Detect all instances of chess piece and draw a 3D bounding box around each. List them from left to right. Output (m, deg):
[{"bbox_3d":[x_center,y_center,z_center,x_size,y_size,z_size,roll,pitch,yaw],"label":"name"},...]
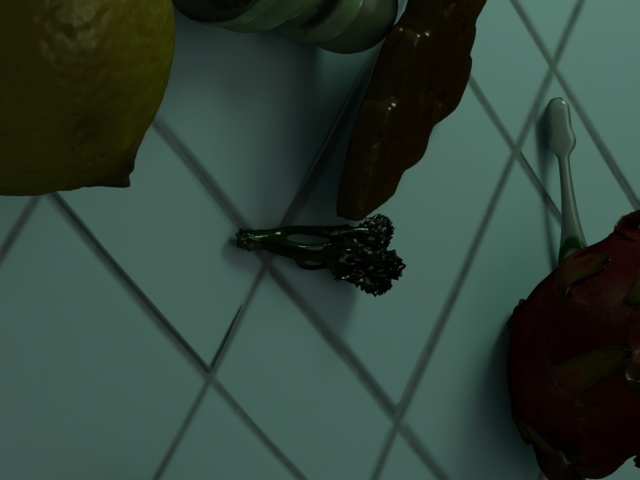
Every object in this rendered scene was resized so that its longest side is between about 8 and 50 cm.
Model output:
[{"bbox_3d":[-0.019,-0.233,1.598,0.243,0.133,0.133,12,79,-56],"label":"chess piece"}]

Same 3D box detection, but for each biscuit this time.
[{"bbox_3d":[0.083,-0.149,1.698,0.301,0.043,0.278,-60,164,-26],"label":"biscuit"}]

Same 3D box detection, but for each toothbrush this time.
[{"bbox_3d":[0.292,0.046,2.019,0.040,0.042,0.418,-31,114,-82],"label":"toothbrush"}]

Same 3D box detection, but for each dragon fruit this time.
[{"bbox_3d":[0.315,0.115,1.889,0.250,0.250,0.315,-57,170,-36],"label":"dragon fruit"}]

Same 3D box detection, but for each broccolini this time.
[{"bbox_3d":[-0.009,0.006,1.664,0.201,0.058,0.074,8,66,-35],"label":"broccolini"}]

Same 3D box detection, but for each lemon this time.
[{"bbox_3d":[-0.214,-0.159,1.250,0.228,0.228,0.253,-39,138,-45],"label":"lemon"}]

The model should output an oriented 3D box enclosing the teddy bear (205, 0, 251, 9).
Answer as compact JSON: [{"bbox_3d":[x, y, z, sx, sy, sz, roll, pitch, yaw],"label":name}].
[{"bbox_3d":[-0.115,-0.258,1.406,0.190,0.140,0.177,-6,72,-62],"label":"teddy bear"}]
